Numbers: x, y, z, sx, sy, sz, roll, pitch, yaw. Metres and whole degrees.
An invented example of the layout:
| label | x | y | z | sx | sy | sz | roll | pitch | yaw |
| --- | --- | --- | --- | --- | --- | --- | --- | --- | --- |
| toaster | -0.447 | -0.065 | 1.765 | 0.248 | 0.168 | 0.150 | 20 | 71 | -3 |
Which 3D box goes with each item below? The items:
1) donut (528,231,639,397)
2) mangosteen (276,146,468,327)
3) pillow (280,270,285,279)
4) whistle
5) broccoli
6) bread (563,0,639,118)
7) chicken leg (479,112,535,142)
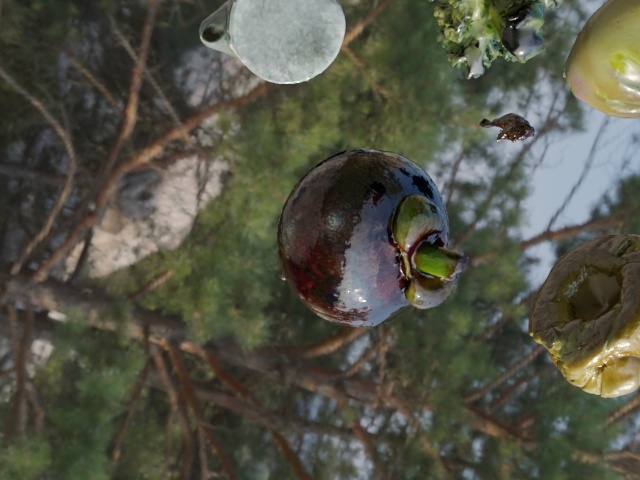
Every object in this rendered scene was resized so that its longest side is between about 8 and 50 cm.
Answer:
| label | x | y | z | sx | sy | sz | roll | pitch | yaw |
| --- | --- | --- | --- | --- | --- | --- | --- | --- | --- |
| donut | 0.616 | 0.157 | 2.064 | 0.360 | 0.170 | 0.360 | -36 | -149 | 26 |
| mangosteen | 0.062 | 0.007 | 1.111 | 0.216 | 0.216 | 0.216 | 20 | 90 | -88 |
| pillow | 0.000 | 0.000 | 1.988 | 0.179 | 0.075 | 0.171 | -19 | -144 | 52 |
| whistle | -0.003 | -0.415 | 1.595 | 0.404 | 0.188 | 0.168 | -40 | -164 | 11 |
| broccoli | 0.165 | -0.227 | 0.873 | 0.167 | 0.154 | 0.160 | -37 | -144 | 24 |
| bread | 0.439 | -0.260 | 1.255 | 0.260 | 0.156 | 0.158 | -43 | -124 | 37 |
| chicken leg | 0.295 | -0.176 | 1.502 | 0.145 | 0.062 | 0.037 | -109 | 177 | -71 |
